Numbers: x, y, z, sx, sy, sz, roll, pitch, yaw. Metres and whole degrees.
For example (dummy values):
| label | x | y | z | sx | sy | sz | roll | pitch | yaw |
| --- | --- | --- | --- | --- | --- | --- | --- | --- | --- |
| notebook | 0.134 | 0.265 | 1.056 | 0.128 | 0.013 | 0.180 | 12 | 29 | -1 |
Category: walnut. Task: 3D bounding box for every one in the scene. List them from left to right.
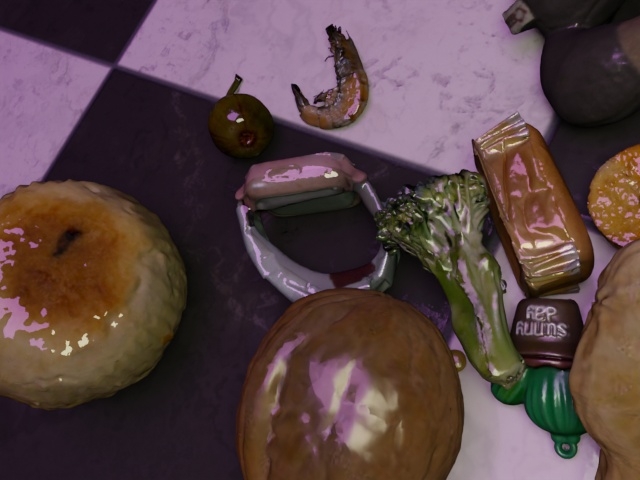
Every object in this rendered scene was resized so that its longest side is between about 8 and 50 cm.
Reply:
| label | x | y | z | sx | sy | sz | roll | pitch | yaw |
| --- | --- | --- | --- | --- | --- | --- | --- | --- | --- |
| walnut | 0.032 | 0.225 | 0.782 | 0.332 | 0.333 | 0.333 | -9 | 66 | 21 |

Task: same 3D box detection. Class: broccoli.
| label | x | y | z | sx | sy | sz | roll | pitch | yaw |
| --- | --- | --- | --- | --- | --- | --- | --- | --- | --- |
| broccoli | 0.183 | 0.050 | 0.804 | 0.164 | 0.145 | 0.304 | -11 | 58 | -15 |

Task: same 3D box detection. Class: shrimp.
| label | x | y | z | sx | sy | sz | roll | pitch | yaw |
| --- | --- | --- | --- | --- | --- | --- | --- | --- | --- |
| shrimp | 0.012 | -0.302 | 1.139 | 0.150 | 0.051 | 0.217 | -20 | 66 | 24 |

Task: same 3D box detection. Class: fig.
| label | x | y | z | sx | sy | sz | roll | pitch | yaw |
| --- | --- | --- | --- | --- | --- | --- | --- | --- | --- |
| fig | -0.163 | -0.254 | 1.171 | 0.124 | 0.124 | 0.236 | -30 | 46 | 11 |

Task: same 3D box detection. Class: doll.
| label | x | y | z | sx | sy | sz | roll | pitch | yaw |
| --- | --- | --- | --- | --- | --- | --- | --- | --- | --- |
| doll | 0.453 | -0.385 | 0.840 | 0.252 | 0.382 | 0.379 | -13 | 78 | -25 |

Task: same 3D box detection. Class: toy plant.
| label | x | y | z | sx | sy | sz | roll | pitch | yaw |
| --- | --- | --- | --- | --- | --- | --- | --- | --- | --- |
| toy plant | 0.290 | 0.175 | 0.787 | 0.142 | 0.105 | 0.201 | -2 | 80 | 31 |

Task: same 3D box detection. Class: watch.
| label | x | y | z | sx | sy | sz | roll | pitch | yaw |
| --- | --- | --- | --- | --- | --- | --- | --- | --- | --- |
| watch | 0.000 | 0.000 | 0.973 | 0.253 | 0.162 | 0.241 | -7 | 78 | 16 |

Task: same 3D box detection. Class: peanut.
| label | x | y | z | sx | sy | sz | roll | pitch | yaw |
| --- | --- | --- | --- | --- | --- | --- | --- | --- | --- |
| peanut | 0.373 | 0.189 | 0.658 | 0.192 | 0.169 | 0.387 | -6 | 93 | -7 |

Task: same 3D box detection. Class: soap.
| label | x | y | z | sx | sy | sz | roll | pitch | yaw |
| --- | --- | --- | --- | --- | --- | --- | --- | --- | --- |
| soap | 0.168 | 0.179 | 0.890 | 0.089 | 0.012 | 0.034 | -11 | 66 | 20 |

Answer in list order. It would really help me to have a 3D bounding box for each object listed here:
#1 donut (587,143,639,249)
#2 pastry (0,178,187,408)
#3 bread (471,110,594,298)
| label | x | y | z | sx | sy | sz | roll | pitch | yaw |
| --- | --- | --- | --- | --- | --- | --- | --- | --- | --- |
| donut | 0.462 | -0.046 | 0.814 | 0.190 | 0.074 | 0.174 | -11 | 67 | 25 |
| pastry | -0.422 | 0.092 | 1.016 | 0.388 | 0.313 | 0.389 | 4 | 68 | -10 |
| bread | 0.296 | -0.045 | 0.852 | 0.107 | 0.136 | 0.241 | -20 | 64 | 13 |
